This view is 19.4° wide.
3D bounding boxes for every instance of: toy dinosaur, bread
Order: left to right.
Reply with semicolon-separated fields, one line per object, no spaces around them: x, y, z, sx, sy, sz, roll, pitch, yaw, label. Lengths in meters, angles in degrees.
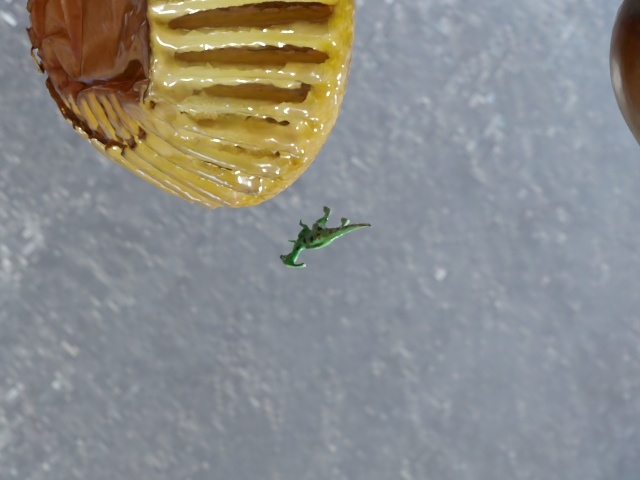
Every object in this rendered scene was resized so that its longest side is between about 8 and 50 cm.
-0.076;-0.128;1.064;0.139;0.240;0.240;-12;128;-28;bread
0.000;0.000;1.624;0.062;0.083;0.021;-54;126;-22;toy dinosaur

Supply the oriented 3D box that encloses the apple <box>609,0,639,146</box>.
0.221;-0.089;0.893;0.147;0.163;0.146;41;52;-21;apple
